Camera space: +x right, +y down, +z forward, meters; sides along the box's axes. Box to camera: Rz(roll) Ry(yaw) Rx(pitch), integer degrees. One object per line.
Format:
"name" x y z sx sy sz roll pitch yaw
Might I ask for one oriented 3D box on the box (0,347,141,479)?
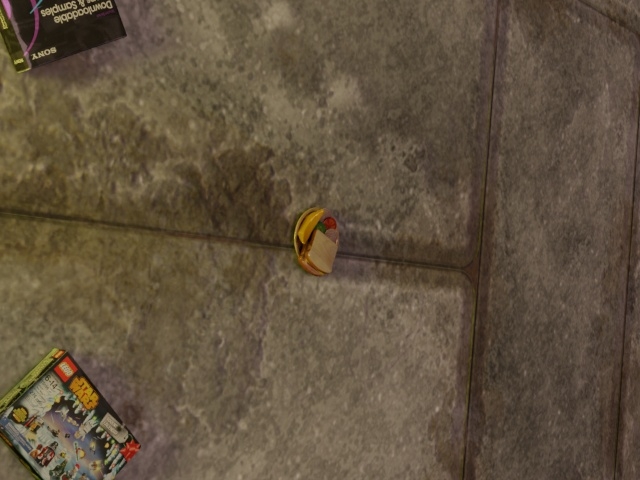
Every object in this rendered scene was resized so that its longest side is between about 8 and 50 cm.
"box" -0.244 0.185 0.834 0.094 0.027 0.137 -49 123 -33

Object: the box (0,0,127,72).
"box" -0.257 -0.250 0.805 0.116 0.029 0.162 -34 116 -39

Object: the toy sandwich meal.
"toy sandwich meal" 0.000 0.000 1.069 0.086 0.029 0.085 -2 93 -45
